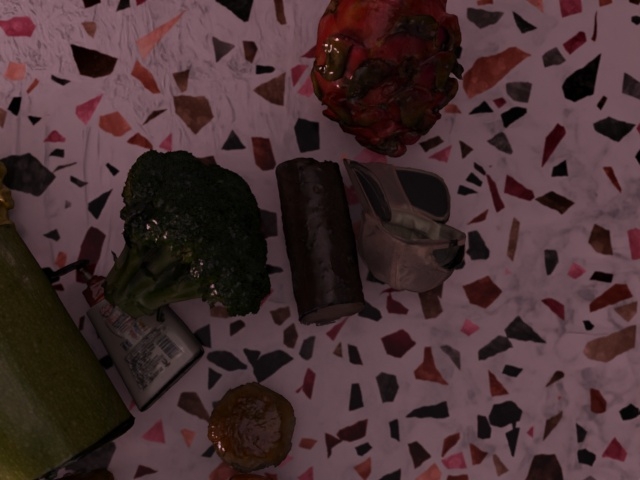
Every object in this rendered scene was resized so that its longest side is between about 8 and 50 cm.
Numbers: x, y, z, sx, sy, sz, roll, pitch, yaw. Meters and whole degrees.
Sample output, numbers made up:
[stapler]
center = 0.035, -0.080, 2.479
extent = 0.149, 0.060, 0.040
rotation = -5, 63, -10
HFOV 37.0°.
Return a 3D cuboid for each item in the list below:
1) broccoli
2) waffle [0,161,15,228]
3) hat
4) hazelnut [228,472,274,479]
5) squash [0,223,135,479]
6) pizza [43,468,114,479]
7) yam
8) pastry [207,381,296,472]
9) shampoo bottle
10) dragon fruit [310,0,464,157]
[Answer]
[broccoli]
center = -0.219, 0.007, 1.551
extent = 0.283, 0.321, 0.304
rotation = -42, 97, 7
[waffle]
center = -0.664, -0.041, 1.669
extent = 0.261, 0.056, 0.250
rotation = -6, 84, -4
[hat]
center = 0.123, -0.034, 1.621
extent = 0.161, 0.232, 0.275
rotation = -42, 67, 26
[hazelnut]
center = -0.106, 0.457, 1.569
extent = 0.150, 0.150, 0.150
rotation = 0, 82, 0
[squash]
center = -0.502, 0.197, 1.514
extent = 0.263, 0.263, 0.384
rotation = -32, 92, -4
[pizza]
center = -0.447, 0.445, 1.586
extent = 0.194, 0.154, 0.069
rotation = -13, 102, 19
[yam]
center = 0.001, 0.000, 1.635
extent = 0.131, 0.131, 0.279
rotation = -9, 81, -2
[pastry]
center = -0.115, 0.314, 1.612
extent = 0.153, 0.081, 0.153
rotation = 0, 86, 2
[shampoo bottle]
center = -0.339, 0.138, 1.641
extent = 0.153, 0.071, 0.284
rotation = -42, 82, -6
[dragon fruit]
center = 0.104, -0.289, 1.622
extent = 0.250, 0.269, 0.291
rotation = -3, 117, -8
